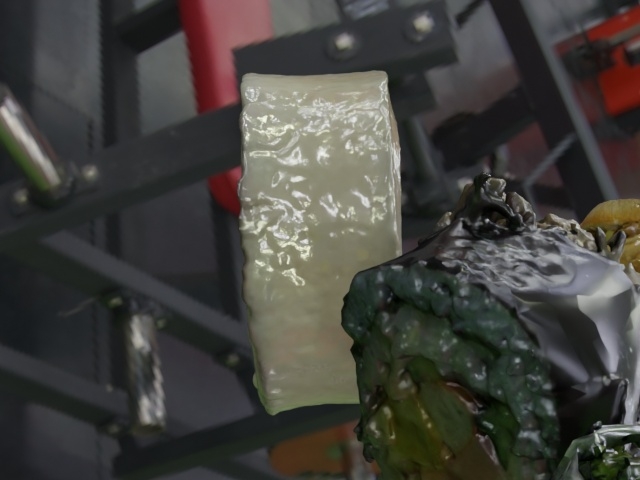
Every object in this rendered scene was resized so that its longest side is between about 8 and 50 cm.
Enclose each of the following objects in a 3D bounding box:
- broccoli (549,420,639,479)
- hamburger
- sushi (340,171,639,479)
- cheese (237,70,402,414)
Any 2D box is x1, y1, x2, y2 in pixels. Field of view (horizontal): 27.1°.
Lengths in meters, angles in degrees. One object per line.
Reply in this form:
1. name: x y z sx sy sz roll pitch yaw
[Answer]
1. broccoli: 0.228 0.182 0.590 0.283 0.321 0.304 -61 168 -17
2. hamburger: 0.373 0.022 1.418 0.214 0.214 0.108 33 55 -49
3. sushi: 0.150 0.086 0.944 0.225 0.238 0.219 33 29 29
4. cheese: 0.003 0.000 1.311 0.292 0.153 0.332 -95 -176 -86
